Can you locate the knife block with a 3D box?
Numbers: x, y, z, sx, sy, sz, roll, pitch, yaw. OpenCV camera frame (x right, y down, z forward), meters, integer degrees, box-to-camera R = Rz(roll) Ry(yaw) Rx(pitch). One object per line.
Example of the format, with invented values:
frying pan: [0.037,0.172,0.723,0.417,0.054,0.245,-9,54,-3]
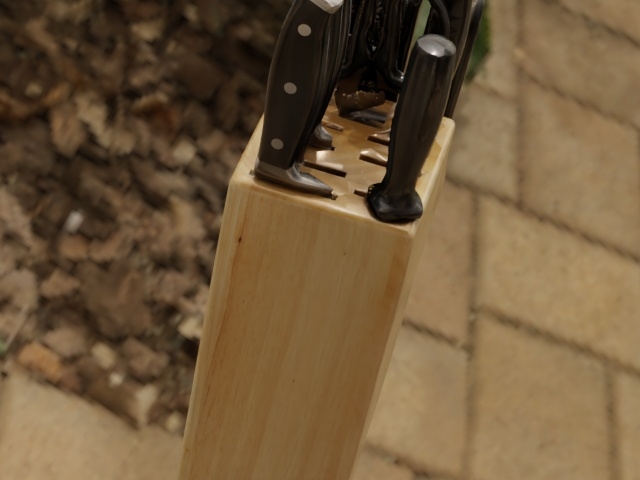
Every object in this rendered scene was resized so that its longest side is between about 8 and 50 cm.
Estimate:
knife block: [0.000,0.000,0.848,0.088,0.242,0.276,17,84,6]
